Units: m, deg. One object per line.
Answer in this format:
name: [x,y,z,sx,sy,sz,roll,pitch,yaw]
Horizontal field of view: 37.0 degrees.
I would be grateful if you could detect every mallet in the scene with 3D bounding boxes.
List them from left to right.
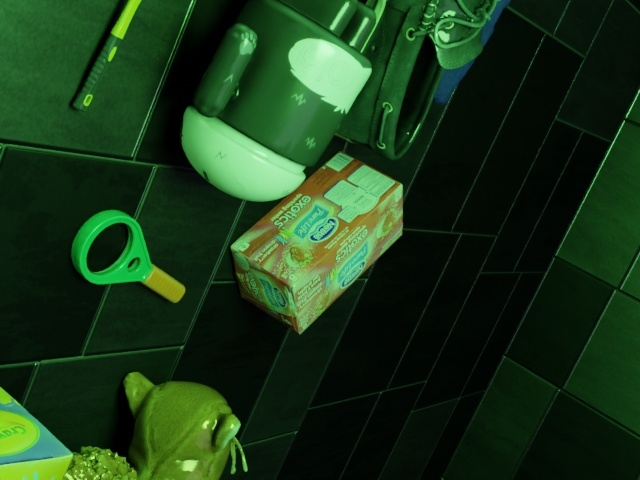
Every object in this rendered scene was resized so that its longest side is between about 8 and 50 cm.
mallet: [-0.215,-0.223,0.995,0.190,0.039,0.062,-57,153,4]

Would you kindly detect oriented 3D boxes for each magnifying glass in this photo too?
magnifying glass: [-0.236,0.031,1.214,0.092,0.026,0.231,-56,150,-7]

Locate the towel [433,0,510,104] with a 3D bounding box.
towel: [0.206,-0.384,1.477,0.308,0.076,0.227,-59,145,1]

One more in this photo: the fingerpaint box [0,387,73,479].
fingerpaint box: [-0.512,0.335,0.916,0.445,0.163,0.371,10,109,-60]

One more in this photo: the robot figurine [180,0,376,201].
robot figurine: [-0.052,-0.182,1.143,0.209,0.173,0.278,27,100,-25]

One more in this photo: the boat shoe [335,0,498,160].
boat shoe: [0.153,-0.303,1.232,0.187,0.156,0.500,-35,161,-48]

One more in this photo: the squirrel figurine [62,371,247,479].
squirrel figurine: [-0.246,0.372,1.276,0.397,0.281,0.370,16,97,-63]

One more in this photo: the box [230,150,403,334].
box: [0.000,0.000,1.447,0.257,0.128,0.123,-43,148,-28]
